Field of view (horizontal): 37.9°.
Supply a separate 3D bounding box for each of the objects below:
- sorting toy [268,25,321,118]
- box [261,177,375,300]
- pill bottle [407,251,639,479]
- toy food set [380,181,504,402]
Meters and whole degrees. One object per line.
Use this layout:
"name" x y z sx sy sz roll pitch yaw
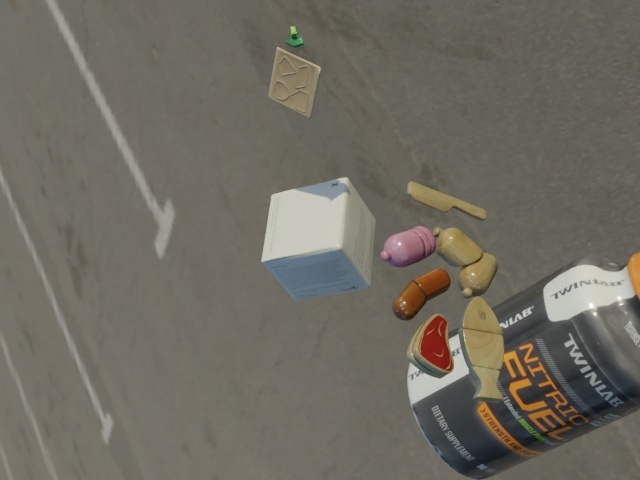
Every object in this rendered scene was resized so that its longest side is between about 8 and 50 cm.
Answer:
"sorting toy" -0.023 -0.172 0.945 0.062 0.012 0.083 32 127 27
"box" 0.000 0.000 1.060 0.087 0.101 0.101 54 -146 -45
"pill bottle" 0.202 0.097 0.780 0.245 0.130 0.130 -36 71 31
"toy food set" 0.067 0.029 0.529 0.019 0.077 0.122 -42 35 51
